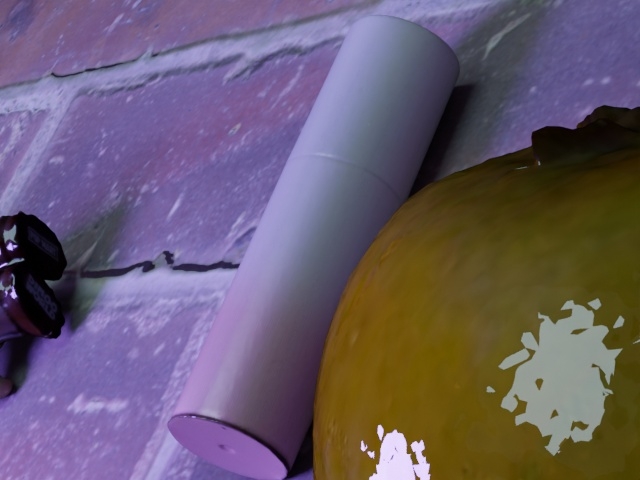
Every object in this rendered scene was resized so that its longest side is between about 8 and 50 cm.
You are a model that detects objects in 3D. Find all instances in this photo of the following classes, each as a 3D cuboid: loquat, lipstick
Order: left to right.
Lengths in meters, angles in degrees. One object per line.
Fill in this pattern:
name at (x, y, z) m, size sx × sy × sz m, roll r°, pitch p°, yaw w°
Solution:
lipstick at (0.000, 0.000, 1.352) m, size 0.087 × 0.087 × 0.326 m, roll -10°, pitch 48°, yaw 50°
loquat at (0.163, 0.108, 0.796) m, size 0.328 × 0.328 × 0.359 m, roll 1°, pitch 101°, yaw 56°

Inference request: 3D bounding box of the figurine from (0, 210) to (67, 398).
figurine at (-0.378, 0.097, 1.747) m, size 0.365 × 0.206 × 0.218 m, roll -15°, pitch 62°, yaw 12°
